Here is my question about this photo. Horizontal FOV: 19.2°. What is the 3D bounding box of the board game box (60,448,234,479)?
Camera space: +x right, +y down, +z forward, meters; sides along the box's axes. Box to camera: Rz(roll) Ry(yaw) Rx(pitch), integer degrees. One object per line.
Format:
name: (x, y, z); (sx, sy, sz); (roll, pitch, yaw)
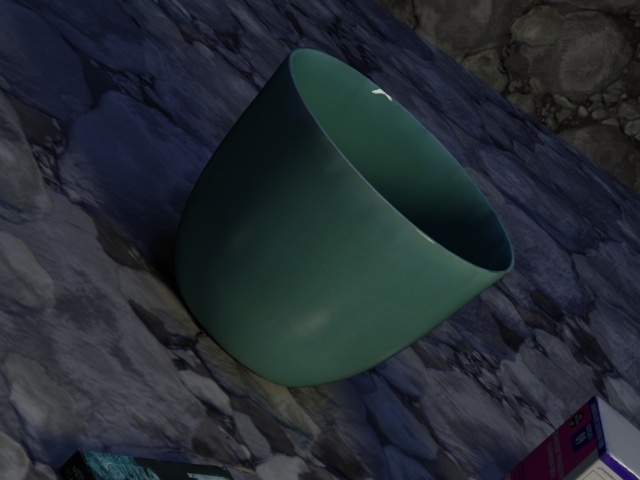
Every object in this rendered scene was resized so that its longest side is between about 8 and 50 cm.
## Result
board game box: (-0.105, 0.222, 1.448); (0.186, 0.026, 0.126); (17, 33, -54)

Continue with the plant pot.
plant pot: (0.000, 0.000, 1.811); (0.293, 0.235, 0.293); (40, 19, -16)

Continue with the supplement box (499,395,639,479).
supplement box: (0.218, 0.267, 1.733); (0.114, 0.220, 0.111); (39, 19, -14)
